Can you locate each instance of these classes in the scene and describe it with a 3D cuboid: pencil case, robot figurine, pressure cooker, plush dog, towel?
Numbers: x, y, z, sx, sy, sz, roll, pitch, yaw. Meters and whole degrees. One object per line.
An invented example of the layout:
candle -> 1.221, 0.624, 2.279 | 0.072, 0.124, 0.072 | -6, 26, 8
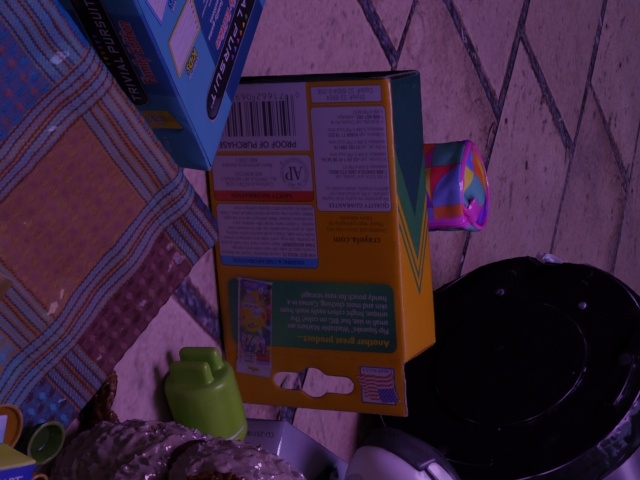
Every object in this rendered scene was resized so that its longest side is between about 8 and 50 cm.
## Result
pencil case -> 0.056, -0.044, 1.470 | 0.104, 0.236, 0.104 | -7, 90, -68
robot figurine -> -0.106, 0.156, 1.329 | 0.101, 0.067, 0.115 | -61, 143, -56
pressure cooker -> 0.294, 0.276, 1.779 | 0.420, 0.376, 0.369 | 61, 37, -43
plush dog -> -0.105, 0.216, 1.159 | 0.262, 0.225, 0.210 | 26, 68, -60
towel -> -0.227, -0.014, 1.024 | 0.271, 0.040, 0.370 | -53, 141, -16

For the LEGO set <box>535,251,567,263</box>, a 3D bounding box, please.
LEGO set -> 0.260, 0.145, 2.009 | 0.107, 0.132, 0.287 | -6, 120, -46

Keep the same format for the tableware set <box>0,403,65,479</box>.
tableware set -> -0.253, 0.169, 1.044 | 0.154, 0.024, 0.104 | 23, 91, -56

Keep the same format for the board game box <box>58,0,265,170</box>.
board game box -> -0.132, -0.255, 1.179 | 0.336, 0.079, 0.253 | 71, 30, -59

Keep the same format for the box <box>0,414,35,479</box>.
box -> -0.264, 0.218, 0.996 | 0.109, 0.042, 0.178 | -1, 108, -57

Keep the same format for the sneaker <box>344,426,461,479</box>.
sneaker -> 0.043, 0.425, 1.439 | 0.257, 0.169, 0.447 | -30, 126, -41

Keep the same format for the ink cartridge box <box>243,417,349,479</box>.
ink cartridge box -> -0.026, 0.342, 1.503 | 0.275, 0.060, 0.238 | 44, 51, -55

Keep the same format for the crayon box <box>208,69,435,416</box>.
crayon box -> 0.000, 0.000, 1.384 | 0.083, 0.203, 0.322 | -23, 111, -61

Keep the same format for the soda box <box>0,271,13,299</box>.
soda box -> -0.278, 0.002, 0.886 | 0.058, 0.061, 0.181 | -57, 143, -9
